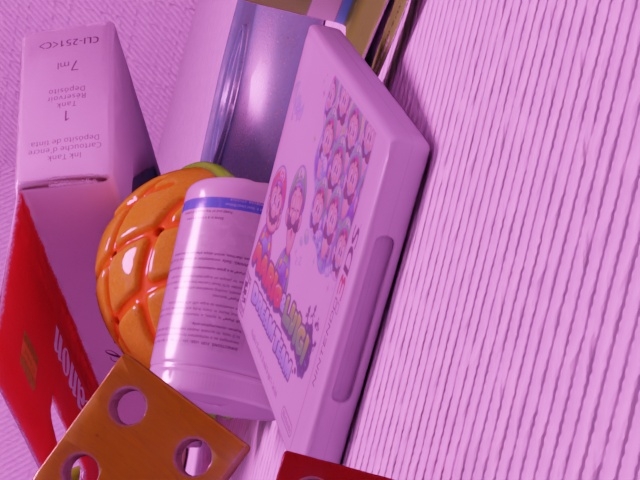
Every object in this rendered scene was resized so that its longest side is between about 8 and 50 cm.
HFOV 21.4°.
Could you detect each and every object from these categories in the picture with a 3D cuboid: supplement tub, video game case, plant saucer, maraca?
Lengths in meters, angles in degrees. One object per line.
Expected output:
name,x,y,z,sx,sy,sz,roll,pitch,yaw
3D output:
supplement tub,-0.041,0.029,0.827,0.071,0.071,0.107,131,152,-74
video game case,0.000,0.000,0.693,0.157,0.019,0.143,-117,39,-65
plant saucer,-0.047,-0.097,1.175,0.317,0.044,0.317,-167,90,-82
maraca,-0.068,0.028,0.940,0.127,0.099,0.185,-67,30,19

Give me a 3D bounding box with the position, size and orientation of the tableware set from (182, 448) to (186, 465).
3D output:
tableware set,-0.128,0.227,1.306,0.168,0.020,0.141,-88,13,-54

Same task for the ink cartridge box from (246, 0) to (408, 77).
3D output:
ink cartridge box,-0.007,-0.173,0.810,0.189,0.097,0.255,114,167,-52

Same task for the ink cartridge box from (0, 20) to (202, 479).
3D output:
ink cartridge box,-0.134,0.055,1.093,0.296,0.066,0.261,78,-174,-50

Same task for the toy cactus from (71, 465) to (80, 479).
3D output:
toy cactus,-0.184,0.193,1.572,0.180,0.112,0.219,-51,18,29

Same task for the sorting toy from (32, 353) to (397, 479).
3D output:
sorting toy,-0.050,0.175,0.477,0.046,0.132,0.274,45,-123,-75
